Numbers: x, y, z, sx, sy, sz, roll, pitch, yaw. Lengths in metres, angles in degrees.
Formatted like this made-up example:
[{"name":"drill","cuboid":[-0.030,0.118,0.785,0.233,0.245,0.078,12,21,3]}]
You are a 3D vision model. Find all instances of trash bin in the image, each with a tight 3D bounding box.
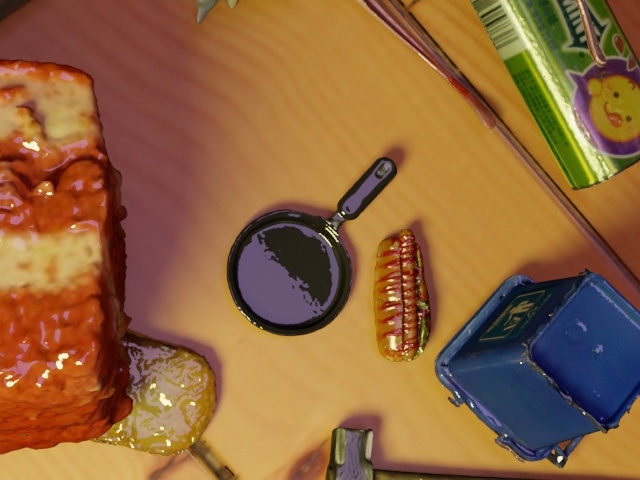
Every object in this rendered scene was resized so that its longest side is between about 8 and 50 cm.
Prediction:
[{"name":"trash bin","cuboid":[0.243,0.129,1.157,0.184,0.234,0.162,43,74,0]}]

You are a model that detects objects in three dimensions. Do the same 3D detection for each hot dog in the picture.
[{"name":"hot dog","cuboid":[0.089,0.059,1.237,0.062,0.038,0.144,2,80,-12]}]

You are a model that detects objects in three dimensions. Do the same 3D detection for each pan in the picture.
[{"name":"pan","cuboid":[0.000,0.000,1.232,0.136,0.028,0.235,44,78,-3]}]

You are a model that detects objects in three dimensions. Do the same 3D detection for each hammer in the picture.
[{"name":"hammer","cuboid":[0.183,0.267,1.228,0.366,0.043,0.111,6,78,-14]}]

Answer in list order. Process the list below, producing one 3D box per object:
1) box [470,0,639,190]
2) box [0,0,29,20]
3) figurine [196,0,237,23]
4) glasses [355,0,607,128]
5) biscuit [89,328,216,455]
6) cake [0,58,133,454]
[{"name":"box","cuboid":[0.260,-0.237,1.276,0.134,0.097,0.345,-30,95,-15]},{"name":"box","cuboid":[-0.416,-0.244,1.154,0.269,0.079,0.135,-39,90,-16]},{"name":"figurine","cuboid":[-0.084,-0.334,1.221,0.184,0.128,0.208,32,80,-4]},{"name":"glasses","cuboid":[0.161,-0.268,1.226,0.268,0.234,0.118,43,49,-15]},{"name":"biscuit","cuboid":[-0.227,0.142,1.160,0.247,0.029,0.118,17,80,-9]},{"name":"cake","cuboid":[-0.307,0.016,1.017,0.270,0.269,0.319,-3,71,-8]}]
